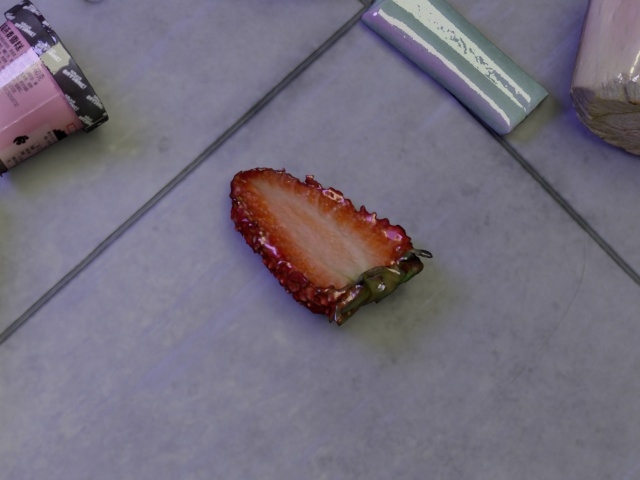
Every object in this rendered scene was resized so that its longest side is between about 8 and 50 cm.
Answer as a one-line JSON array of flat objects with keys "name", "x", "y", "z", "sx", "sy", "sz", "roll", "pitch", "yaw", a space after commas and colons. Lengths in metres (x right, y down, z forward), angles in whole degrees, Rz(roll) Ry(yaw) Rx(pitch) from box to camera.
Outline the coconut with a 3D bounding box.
[{"name": "coconut", "x": 0.402, "y": -0.223, "z": 1.654, "sx": 0.239, "sy": 0.239, "sz": 0.244, "roll": 20, "pitch": 78, "yaw": -5}]

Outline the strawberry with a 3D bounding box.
[{"name": "strawberry", "x": 0.000, "y": 0.005, "z": 1.616, "sx": 0.167, "sy": 0.087, "sz": 0.208, "roll": -23, "pitch": 55, "yaw": -34}]

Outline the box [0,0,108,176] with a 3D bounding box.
[{"name": "box", "x": -0.314, "y": -0.150, "z": 1.555, "sx": 0.135, "sy": 0.151, "sz": 0.151, "roll": -37, "pitch": 86, "yaw": -7}]

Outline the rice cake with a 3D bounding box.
[{"name": "rice cake", "x": 0.152, "y": -0.209, "z": 1.703, "sx": 0.221, "sy": 0.042, "sz": 0.080, "roll": 41, "pitch": 72, "yaw": 0}]
